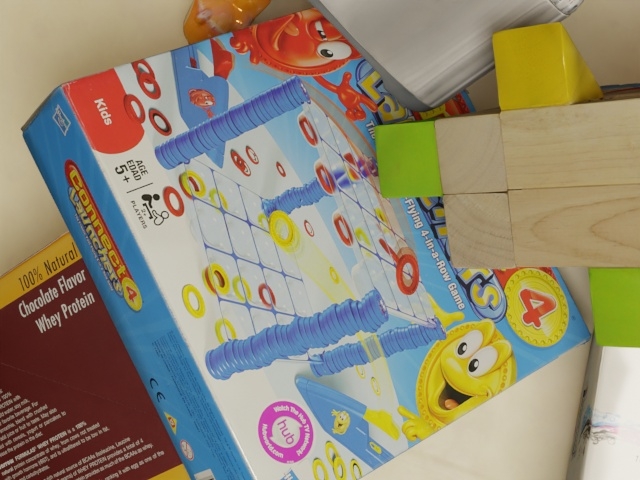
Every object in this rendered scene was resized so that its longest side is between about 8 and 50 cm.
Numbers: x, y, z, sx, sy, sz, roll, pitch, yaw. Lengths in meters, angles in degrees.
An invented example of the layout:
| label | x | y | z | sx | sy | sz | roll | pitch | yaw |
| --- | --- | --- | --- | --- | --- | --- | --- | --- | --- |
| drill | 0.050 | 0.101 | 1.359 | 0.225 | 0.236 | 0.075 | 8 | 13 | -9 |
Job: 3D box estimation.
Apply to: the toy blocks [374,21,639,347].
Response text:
| label | x | y | z | sx | sy | sz | roll | pitch | yaw |
| --- | --- | --- | --- | --- | --- | --- | --- | --- | --- |
| toy blocks | 0.267 | -0.055 | 0.785 | 0.381 | 0.261 | 0.191 | -1 | 100 | 40 |

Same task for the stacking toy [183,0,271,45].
| label | x | y | z | sx | sy | sz | roll | pitch | yaw |
| --- | --- | --- | --- | --- | --- | --- | --- | --- | --- |
| stacking toy | 0.000 | -0.254 | 0.937 | 0.302 | 0.175 | 0.166 | -42 | 90 | 20 |

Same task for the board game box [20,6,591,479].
| label | x | y | z | sx | sy | sz | roll | pitch | yaw |
| --- | --- | --- | --- | --- | --- | --- | --- | --- | --- |
| board game box | 0.000 | 0.000 | 0.863 | 0.302 | 0.086 | 0.308 | -25 | 86 | -34 |

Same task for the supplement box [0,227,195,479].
| label | x | y | z | sx | sy | sz | roll | pitch | yaw |
| --- | --- | --- | --- | --- | --- | --- | --- | --- | --- |
| supplement box | -0.157 | 0.101 | 0.921 | 0.191 | 0.129 | 0.194 | -29 | 86 | 32 |

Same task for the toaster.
| label | x | y | z | sx | sy | sz | roll | pitch | yaw |
| --- | --- | --- | --- | --- | --- | --- | --- | --- | --- |
| toaster | 0.074 | -0.189 | 0.804 | 0.146 | 0.129 | 0.227 | -30 | 122 | 29 |

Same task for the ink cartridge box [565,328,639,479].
| label | x | y | z | sx | sy | sz | roll | pitch | yaw |
| --- | --- | --- | --- | --- | --- | --- | --- | --- | --- |
| ink cartridge box | 0.266 | 0.153 | 0.872 | 0.171 | 0.168 | 0.233 | 10 | 92 | 9 |
